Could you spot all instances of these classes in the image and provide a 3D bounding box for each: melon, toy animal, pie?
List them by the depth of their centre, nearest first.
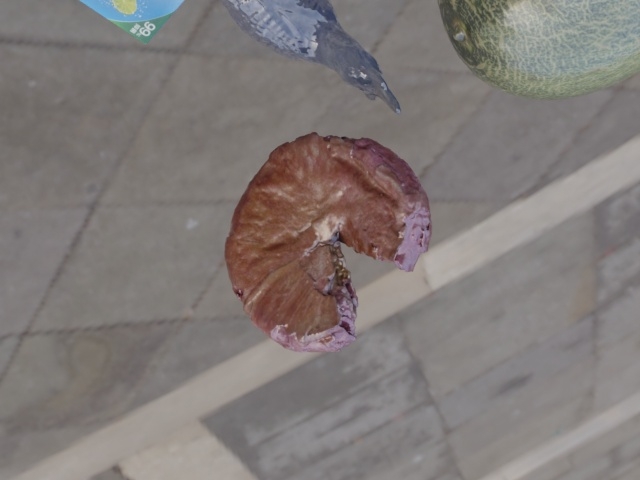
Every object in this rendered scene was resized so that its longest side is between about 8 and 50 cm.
[{"bbox_3d":[0.000,0.000,1.280,0.054,0.204,0.219,16,104,-57],"label":"pie"},{"bbox_3d":[-0.063,-0.254,1.362,0.081,0.367,0.206,-51,-174,5],"label":"toy animal"},{"bbox_3d":[0.280,-0.285,1.427,0.329,0.249,0.249,-24,155,-16],"label":"melon"}]

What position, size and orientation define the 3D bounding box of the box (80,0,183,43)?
[{"bbox_3d":[-0.209,-0.354,1.605,0.139,0.073,0.194,32,120,-25],"label":"box"}]
